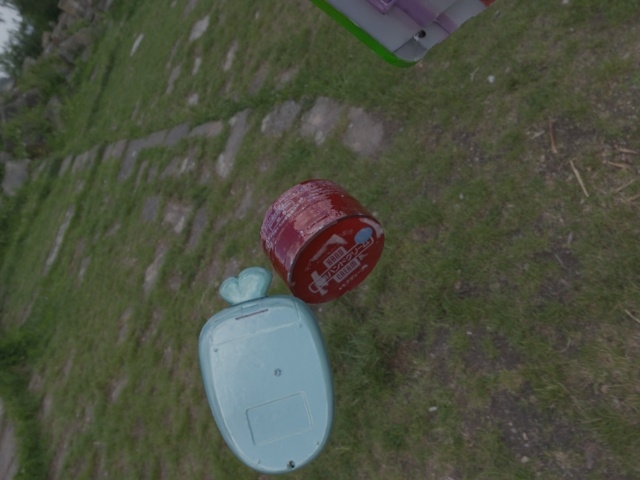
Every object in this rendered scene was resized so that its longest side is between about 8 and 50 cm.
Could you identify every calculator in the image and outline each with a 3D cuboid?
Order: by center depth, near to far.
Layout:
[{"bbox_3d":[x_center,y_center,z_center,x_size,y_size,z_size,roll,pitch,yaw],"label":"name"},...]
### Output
[{"bbox_3d":[-0.078,0.183,0.686,0.042,0.184,0.295,114,140,-78],"label":"calculator"}]

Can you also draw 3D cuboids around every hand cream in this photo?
[{"bbox_3d":[0.000,0.000,0.950,0.149,0.230,0.230,48,113,38],"label":"hand cream"}]

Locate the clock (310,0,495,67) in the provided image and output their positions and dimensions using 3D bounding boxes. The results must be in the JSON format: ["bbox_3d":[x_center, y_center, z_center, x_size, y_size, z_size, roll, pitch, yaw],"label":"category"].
[{"bbox_3d":[0.079,-0.274,0.252,0.309,0.235,0.166,-15,47,62],"label":"clock"}]
